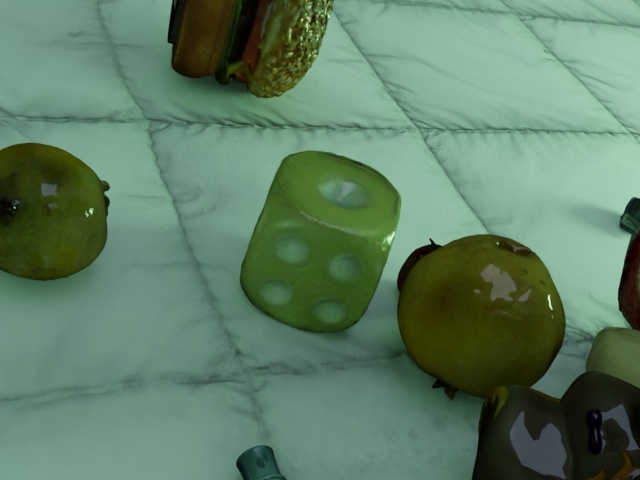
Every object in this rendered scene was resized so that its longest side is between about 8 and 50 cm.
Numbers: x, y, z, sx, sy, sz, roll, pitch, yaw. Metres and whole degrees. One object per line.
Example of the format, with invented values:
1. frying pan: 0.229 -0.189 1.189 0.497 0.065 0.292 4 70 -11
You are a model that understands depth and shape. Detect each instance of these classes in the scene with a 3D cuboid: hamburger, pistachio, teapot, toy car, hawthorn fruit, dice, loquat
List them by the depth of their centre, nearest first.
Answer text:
1. toy car: 0.267 0.284 0.919 0.240 0.271 0.341 6 36 11
2. loquat: -0.326 -0.037 1.100 0.172 0.149 0.204 33 25 17
3. pistachio: 0.408 0.202 1.140 0.157 0.157 0.229 3 35 -21
4. loquat: 0.200 0.096 1.148 0.208 0.208 0.208 13 38 -10
5. dice: 0.000 0.000 1.185 0.166 0.169 0.169 21 37 -1
6. hawthorn fruit: 0.149 0.044 1.262 0.081 0.093 0.081 11 39 -9
7. hamburger: -0.107 -0.399 1.504 0.250 0.330 0.330 9 39 -14
8. teapot: 0.550 -0.041 1.589 0.057 0.066 0.088 24 56 36

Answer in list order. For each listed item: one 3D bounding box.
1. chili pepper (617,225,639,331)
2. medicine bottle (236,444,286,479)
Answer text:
1. chili pepper: 0.560 0.119 1.236 0.229 0.251 0.305 -16 43 -11
2. medicine bottle: -0.030 0.295 0.905 0.090 0.054 0.208 -4 42 -27
